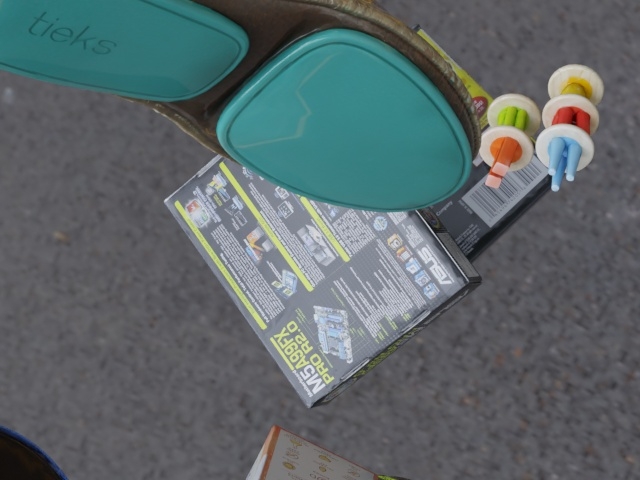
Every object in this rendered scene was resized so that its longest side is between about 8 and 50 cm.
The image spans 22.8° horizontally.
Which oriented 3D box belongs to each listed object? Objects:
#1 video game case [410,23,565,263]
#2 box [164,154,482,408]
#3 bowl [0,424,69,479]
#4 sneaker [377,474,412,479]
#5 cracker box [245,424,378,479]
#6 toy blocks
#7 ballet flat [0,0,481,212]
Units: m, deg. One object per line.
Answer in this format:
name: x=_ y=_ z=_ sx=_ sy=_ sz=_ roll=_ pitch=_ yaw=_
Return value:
video game case: x=0.098 y=-0.072 z=1.821 sx=0.275 sy=0.035 sz=0.248 roll=-43 pitch=81 yaw=-9
box: x=0.000 y=0.000 z=1.623 sx=0.216 sy=0.060 sz=0.270 roll=-40 pitch=77 yaw=16
bowl: x=-0.443 y=0.406 z=2.000 sx=0.077 sy=0.391 sz=0.391 roll=-29 pitch=50 yaw=38
sneaker: x=0.076 y=0.333 z=1.645 sx=0.295 sy=0.109 sz=0.123 roll=-135 pitch=53 yaw=-61
cracker box: x=-0.039 y=0.201 z=0.731 sx=0.156 sy=0.067 sz=0.232 roll=-64 pitch=1 yaw=15
toy blocks: x=0.196 y=-0.086 z=1.452 sx=0.123 sy=0.054 sz=0.148 roll=-25 pitch=28 yaw=32
ballet flat: x=-0.027 y=-0.064 z=0.442 sx=0.073 sy=0.206 sz=0.067 roll=-33 pitch=57 yaw=25
